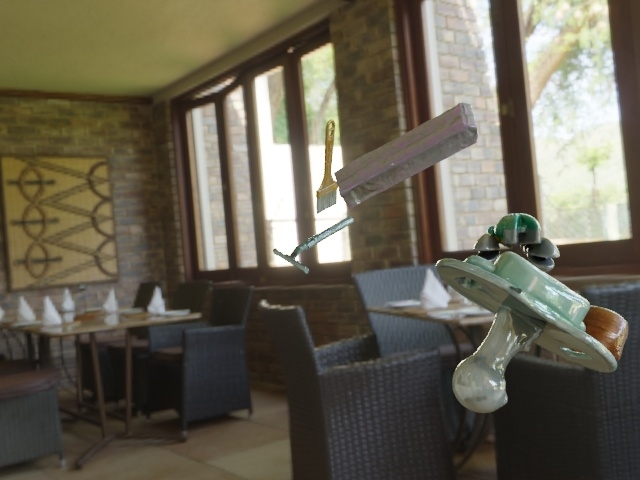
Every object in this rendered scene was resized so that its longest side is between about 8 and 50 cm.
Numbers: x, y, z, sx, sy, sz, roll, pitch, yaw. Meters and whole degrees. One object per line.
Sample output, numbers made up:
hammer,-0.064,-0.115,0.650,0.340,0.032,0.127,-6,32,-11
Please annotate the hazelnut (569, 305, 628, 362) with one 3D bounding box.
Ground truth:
hazelnut,0.662,0.229,1.708,0.150,0.150,0.150,-5,-1,0

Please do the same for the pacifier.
pacifier,0.318,0.172,1.220,0.343,0.269,0.288,36,-7,1

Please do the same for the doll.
doll,0.498,0.008,1.758,0.195,0.153,0.258,-4,1,30

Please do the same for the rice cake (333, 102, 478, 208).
rice cake,0.159,-0.157,1.336,0.298,0.050,0.106,-27,30,21

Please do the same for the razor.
razor,0.001,-0.006,1.458,0.084,0.035,0.211,30,44,25

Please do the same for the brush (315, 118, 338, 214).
brush,0.023,-0.212,2.002,0.013,0.272,0.103,20,32,30
